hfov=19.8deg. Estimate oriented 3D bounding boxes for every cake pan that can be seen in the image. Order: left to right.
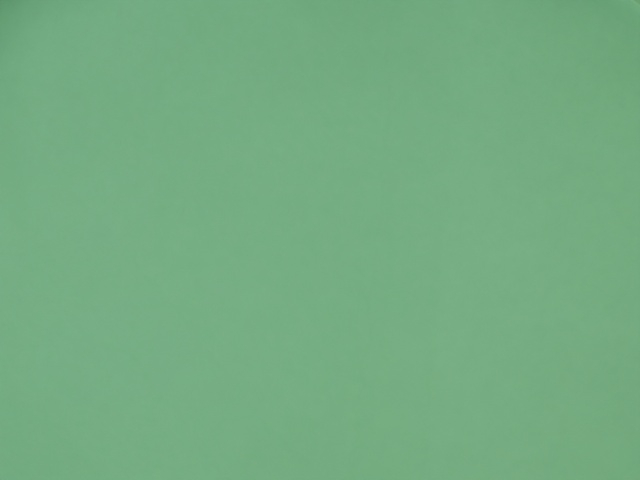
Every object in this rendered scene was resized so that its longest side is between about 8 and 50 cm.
[{"bbox_3d":[0.000,0.000,0.383,0.293,0.054,0.293,4,56,-6],"label":"cake pan"}]
